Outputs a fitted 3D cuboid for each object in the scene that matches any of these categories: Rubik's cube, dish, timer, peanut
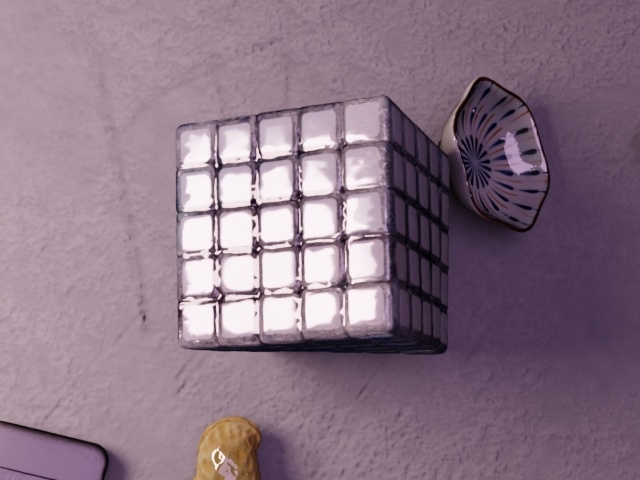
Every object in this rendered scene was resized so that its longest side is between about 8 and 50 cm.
[{"bbox_3d":[0.000,0.000,1.074,0.237,0.237,0.238,-4,81,19],"label":"Rubik's cube"},{"bbox_3d":[0.194,-0.095,1.220,0.190,0.066,0.191,13,70,-42],"label":"dish"},{"bbox_3d":[-0.323,0.303,1.119,0.144,0.055,0.188,16,77,-9],"label":"timer"},{"bbox_3d":[-0.116,0.292,1.137,0.093,0.083,0.194,5,75,27],"label":"peanut"}]
